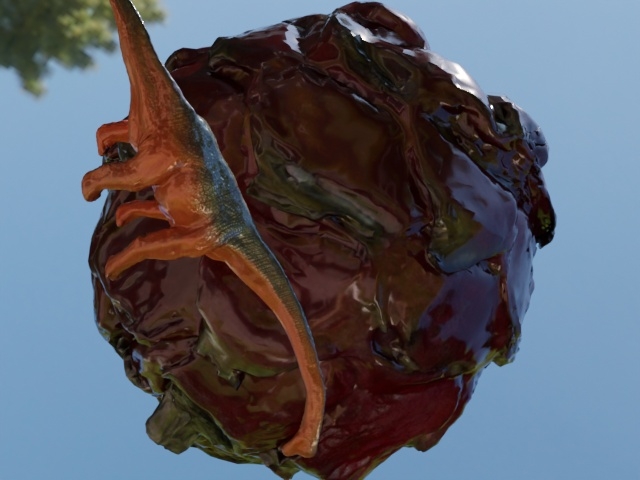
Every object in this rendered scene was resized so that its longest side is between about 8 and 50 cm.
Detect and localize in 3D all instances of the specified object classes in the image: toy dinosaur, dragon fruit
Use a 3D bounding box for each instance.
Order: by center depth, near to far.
[{"bbox_3d":[-0.073,-0.009,0.855,0.101,0.279,0.055,-13,-167,27],"label":"toy dinosaur"},{"bbox_3d":[-0.002,-0.003,1.059,0.329,0.329,0.329,-23,-128,34],"label":"dragon fruit"}]
